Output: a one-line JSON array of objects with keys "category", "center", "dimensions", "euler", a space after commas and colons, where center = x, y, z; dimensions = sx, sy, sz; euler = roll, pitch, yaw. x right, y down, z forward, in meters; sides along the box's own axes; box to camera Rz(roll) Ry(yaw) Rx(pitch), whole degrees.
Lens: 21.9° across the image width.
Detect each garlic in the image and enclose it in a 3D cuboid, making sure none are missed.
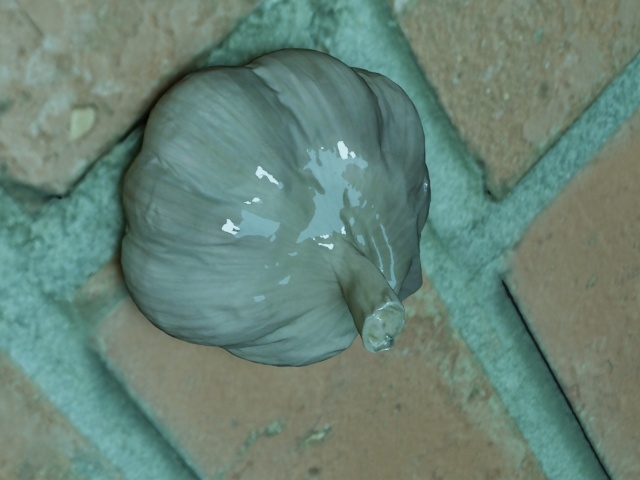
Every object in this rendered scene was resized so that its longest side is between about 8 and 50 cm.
[{"category": "garlic", "center": [0.000, 0.000, 1.013], "dimensions": [0.218, 0.212, 0.219], "euler": [-18, 125, -27]}]
